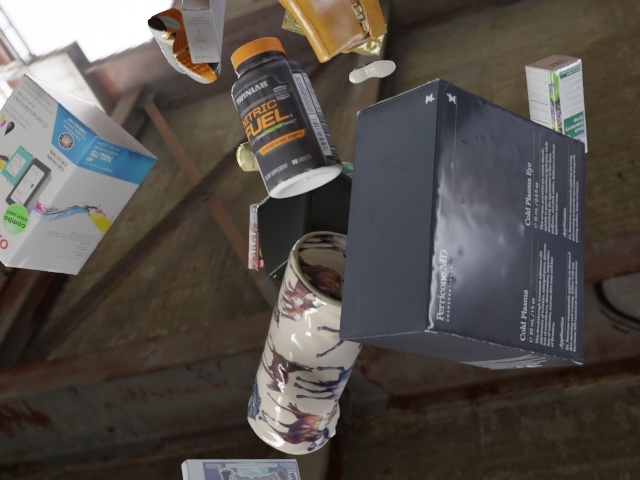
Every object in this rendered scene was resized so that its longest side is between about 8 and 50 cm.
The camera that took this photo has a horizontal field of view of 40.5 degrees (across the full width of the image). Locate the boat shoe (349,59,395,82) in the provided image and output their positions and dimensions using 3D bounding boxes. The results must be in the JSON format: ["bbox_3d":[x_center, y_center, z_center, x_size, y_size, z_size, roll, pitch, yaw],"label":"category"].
[{"bbox_3d":[0.137,-0.446,2.271,0.125,0.046,0.038,-17,-155,20],"label":"boat shoe"}]

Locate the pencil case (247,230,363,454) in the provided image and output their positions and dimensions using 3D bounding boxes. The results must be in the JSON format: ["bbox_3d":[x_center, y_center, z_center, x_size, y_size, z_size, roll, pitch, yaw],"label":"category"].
[{"bbox_3d":[-0.003,0.183,1.449,0.184,0.410,0.160,13,-142,-6],"label":"pencil case"}]

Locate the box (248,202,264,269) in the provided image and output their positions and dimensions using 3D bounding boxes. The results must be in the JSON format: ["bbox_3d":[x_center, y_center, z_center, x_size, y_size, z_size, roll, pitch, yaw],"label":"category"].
[{"bbox_3d":[-0.111,-0.013,1.820,0.027,0.137,0.094,12,-164,32],"label":"box"}]

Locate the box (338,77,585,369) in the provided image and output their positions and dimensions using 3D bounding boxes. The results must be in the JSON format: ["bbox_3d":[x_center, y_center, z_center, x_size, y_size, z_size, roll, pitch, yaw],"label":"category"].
[{"bbox_3d":[0.210,-0.007,1.237,0.179,0.313,0.343,-13,-114,51],"label":"box"}]

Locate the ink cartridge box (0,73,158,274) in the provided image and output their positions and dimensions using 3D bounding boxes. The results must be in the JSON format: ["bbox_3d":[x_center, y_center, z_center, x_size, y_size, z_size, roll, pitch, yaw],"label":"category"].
[{"bbox_3d":[-0.472,-0.107,1.520,0.198,0.197,0.270,39,-82,20],"label":"ink cartridge box"}]

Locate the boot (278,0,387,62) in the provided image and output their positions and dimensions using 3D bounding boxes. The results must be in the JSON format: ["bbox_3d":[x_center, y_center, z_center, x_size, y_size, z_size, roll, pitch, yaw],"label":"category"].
[{"bbox_3d":[0.040,-0.383,1.202,0.104,0.211,0.295,-11,-154,49],"label":"boot"}]

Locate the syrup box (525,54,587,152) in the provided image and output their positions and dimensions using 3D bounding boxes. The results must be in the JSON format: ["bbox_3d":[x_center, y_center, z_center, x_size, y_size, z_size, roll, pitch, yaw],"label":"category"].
[{"bbox_3d":[0.560,-0.309,2.050,0.093,0.236,0.096,-24,-152,-21],"label":"syrup box"}]

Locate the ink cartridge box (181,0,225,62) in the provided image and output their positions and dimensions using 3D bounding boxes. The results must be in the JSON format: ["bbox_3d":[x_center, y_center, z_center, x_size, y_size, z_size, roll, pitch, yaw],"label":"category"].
[{"bbox_3d":[-0.234,-0.550,1.730,0.066,0.261,0.296,-2,-127,1],"label":"ink cartridge box"}]

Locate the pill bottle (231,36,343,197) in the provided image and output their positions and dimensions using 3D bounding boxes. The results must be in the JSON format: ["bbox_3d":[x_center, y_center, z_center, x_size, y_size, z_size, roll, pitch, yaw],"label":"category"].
[{"bbox_3d":[-0.064,-0.203,1.408,0.130,0.245,0.130,-21,172,-3],"label":"pill bottle"}]

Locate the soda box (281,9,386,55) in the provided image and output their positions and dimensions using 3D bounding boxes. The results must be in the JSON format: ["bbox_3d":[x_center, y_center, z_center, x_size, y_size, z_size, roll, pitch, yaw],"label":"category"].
[{"bbox_3d":[0.026,-0.393,1.590,0.058,0.181,0.061,25,-78,64],"label":"soda box"}]

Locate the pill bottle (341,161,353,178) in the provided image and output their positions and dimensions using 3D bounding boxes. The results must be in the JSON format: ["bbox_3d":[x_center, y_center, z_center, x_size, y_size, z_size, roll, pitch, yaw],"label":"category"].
[{"bbox_3d":[0.120,-0.023,2.038,0.204,0.204,0.361,-36,-134,-12],"label":"pill bottle"}]

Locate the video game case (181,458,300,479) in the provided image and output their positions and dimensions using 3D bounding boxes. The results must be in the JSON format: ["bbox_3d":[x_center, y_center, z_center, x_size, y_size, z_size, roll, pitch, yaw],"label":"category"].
[{"bbox_3d":[-0.107,0.425,1.329,0.023,0.201,0.183,-47,-134,40],"label":"video game case"}]

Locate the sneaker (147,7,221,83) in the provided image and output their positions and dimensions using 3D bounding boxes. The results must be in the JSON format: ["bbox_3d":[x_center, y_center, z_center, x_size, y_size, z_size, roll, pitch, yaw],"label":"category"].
[{"bbox_3d":[-0.280,-0.403,1.892,0.099,0.121,0.262,-31,-129,-11],"label":"sneaker"}]

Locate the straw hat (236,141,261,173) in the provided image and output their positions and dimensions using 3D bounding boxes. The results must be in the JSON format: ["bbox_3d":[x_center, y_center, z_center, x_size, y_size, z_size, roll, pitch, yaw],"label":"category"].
[{"bbox_3d":[-0.153,-0.188,1.933,0.061,0.144,0.144,-15,-150,-19],"label":"straw hat"}]

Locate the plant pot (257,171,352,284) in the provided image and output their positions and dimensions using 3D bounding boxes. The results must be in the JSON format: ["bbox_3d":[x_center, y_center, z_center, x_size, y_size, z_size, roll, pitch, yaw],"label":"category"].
[{"bbox_3d":[0.000,0.000,1.536,0.187,0.188,0.167,-38,-145,43],"label":"plant pot"}]
